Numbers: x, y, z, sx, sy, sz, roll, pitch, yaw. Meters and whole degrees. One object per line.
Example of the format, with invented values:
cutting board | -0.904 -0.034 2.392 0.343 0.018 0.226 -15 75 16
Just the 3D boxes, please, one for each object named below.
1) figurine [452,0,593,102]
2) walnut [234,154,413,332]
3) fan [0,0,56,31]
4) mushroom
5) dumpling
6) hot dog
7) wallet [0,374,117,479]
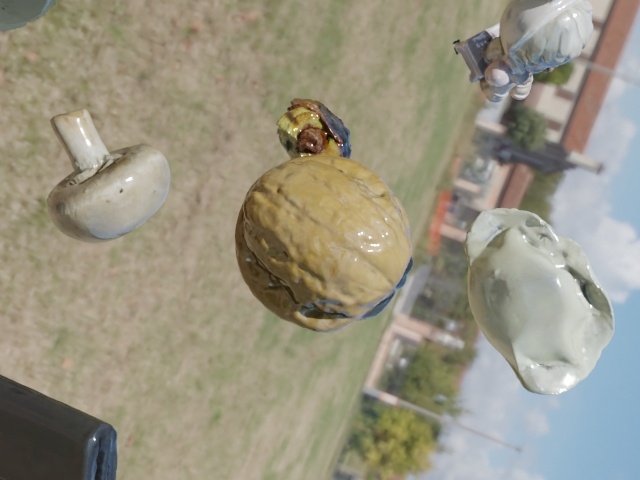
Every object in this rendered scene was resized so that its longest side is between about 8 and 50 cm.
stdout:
figurine | 0.310 -0.301 1.494 0.257 0.182 0.144 156 -77 -70
walnut | 0.000 0.000 1.432 0.224 0.257 0.257 66 46 -73
fan | -0.463 -0.430 1.519 0.415 0.233 0.012 -24 -131 41
mushroom | -0.352 -0.110 1.639 0.215 0.207 0.207 63 22 -12
dumpling | 0.273 0.070 1.314 0.162 0.250 0.132 -23 172 2
hot dog | -0.006 -0.166 1.681 0.103 0.146 0.213 -27 -170 8
wallet | -0.396 0.213 1.068 0.062 0.406 0.228 -42 146 -57
